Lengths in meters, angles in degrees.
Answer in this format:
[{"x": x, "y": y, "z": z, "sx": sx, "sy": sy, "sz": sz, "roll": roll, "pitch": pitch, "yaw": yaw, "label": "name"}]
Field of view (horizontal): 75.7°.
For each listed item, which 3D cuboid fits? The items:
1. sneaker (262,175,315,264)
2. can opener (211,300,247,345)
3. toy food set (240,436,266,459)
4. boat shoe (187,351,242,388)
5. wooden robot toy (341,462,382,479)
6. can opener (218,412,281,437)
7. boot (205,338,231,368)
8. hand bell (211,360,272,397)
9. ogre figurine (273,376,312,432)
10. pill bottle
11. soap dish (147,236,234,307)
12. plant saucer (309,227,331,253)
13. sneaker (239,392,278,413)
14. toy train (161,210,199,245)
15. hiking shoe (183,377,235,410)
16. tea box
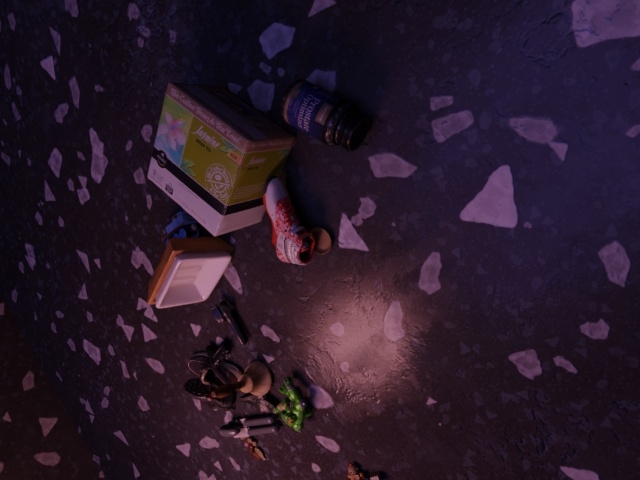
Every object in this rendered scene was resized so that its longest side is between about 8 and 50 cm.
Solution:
[{"x": -0.086, "y": -0.055, "z": 1.226, "sx": 0.144, "sy": 0.090, "sz": 0.270, "roll": 15, "pitch": 118, "yaw": 41, "label": "sneaker"}, {"x": -0.325, "y": 0.306, "z": 1.524, "sx": 0.073, "sy": 0.059, "sz": 0.186, "roll": -33, "pitch": 96, "yaw": 8, "label": "can opener"}, {"x": -0.273, "y": 0.840, "z": 1.673, "sx": 0.077, "sy": 0.019, "sz": 0.122, "roll": -30, "pitch": 95, "yaw": 35, "label": "toy food set"}, {"x": -0.436, "y": 0.524, "z": 1.634, "sx": 0.285, "sy": 0.092, "sz": 0.103, "roll": 9, "pitch": 111, "yaw": 31, "label": "boat shoe"}, {"x": 0.118, "y": 0.791, "z": 1.380, "sx": 0.173, "sy": 0.076, "sz": 0.079, "roll": -31, "pitch": 76, "yaw": 35, "label": "wooden robot toy"}, {"x": -0.275, "y": 0.733, "z": 1.602, "sx": 0.280, "sy": 0.093, "sz": 0.074, "roll": -24, "pitch": 90, "yaw": 30, "label": "can opener"}, {"x": -0.396, "y": 0.426, "z": 1.604, "sx": 0.099, "sy": 0.045, "sz": 0.121, "roll": -52, "pitch": 41, "yaw": 13, "label": "boot"}, {"x": -0.287, "y": 0.503, "z": 1.426, "sx": 0.126, "sy": 0.242, "sz": 0.126, "roll": -3, "pitch": 83, "yaw": 27, "label": "hand bell"}, {"x": -0.096, "y": 0.582, "z": 1.441, "sx": 0.118, "sy": 0.096, "sz": 0.197, "roll": 31, "pitch": 104, "yaw": 41, "label": "ogre figurine"}, {"x": 0.013, "y": -0.323, "z": 1.075, "sx": 0.219, "sy": 0.122, "sz": 0.123, "roll": 33, "pitch": 119, "yaw": 20, "label": "pill bottle"}, {"x": -0.469, "y": 0.107, "z": 1.461, "sx": 0.291, "sy": 0.228, "sz": 0.118, "roll": -53, "pitch": 58, "yaw": 32, "label": "soap dish"}, {"x": 0.000, "y": 0.000, "z": 1.246, "sx": 0.083, "sy": 0.015, "sz": 0.084, "roll": 10, "pitch": 109, "yaw": 30, "label": "plant saucer"}, {"x": -0.234, "y": 0.619, "z": 1.559, "sx": 0.170, "sy": 0.051, "sz": 0.089, "roll": -25, "pitch": 85, "yaw": 32, "label": "sneaker"}, {"x": -0.523, "y": -0.038, "z": 1.534, "sx": 0.184, "sy": 0.080, "sz": 0.105, "roll": -27, "pitch": 80, "yaw": 37, "label": "toy train"}, {"x": -0.454, "y": 0.639, "z": 1.672, "sx": 0.226, "sy": 0.086, "sz": 0.114, "roll": 15, "pitch": 130, "yaw": 18, "label": "hiking shoe"}, {"x": -0.306, "y": -0.250, "z": 1.241, "sx": 0.329, "sy": 0.220, "sz": 0.324, "roll": 37, "pitch": 120, "yaw": 18, "label": "tea box"}]
